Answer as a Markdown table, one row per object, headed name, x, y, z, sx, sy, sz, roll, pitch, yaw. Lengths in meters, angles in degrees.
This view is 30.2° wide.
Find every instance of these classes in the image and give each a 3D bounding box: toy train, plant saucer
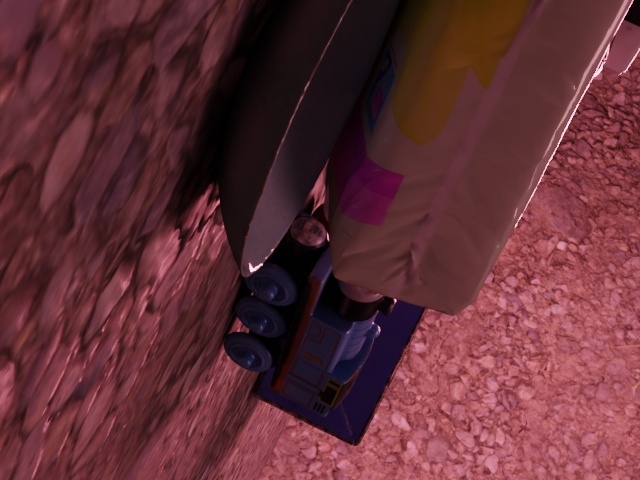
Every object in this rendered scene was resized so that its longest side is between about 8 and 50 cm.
| name | x | y | z | sx | sy | sz | roll | pitch | yaw |
| --- | --- | --- | --- | --- | --- | --- | --- | --- | --- |
| toy train | -0.006 | 0.053 | 0.886 | 0.080 | 0.105 | 0.184 | -60 | 175 | -37 |
| plant saucer | -0.008 | -0.076 | 0.575 | 0.195 | 0.037 | 0.195 | -63 | 176 | -8 |

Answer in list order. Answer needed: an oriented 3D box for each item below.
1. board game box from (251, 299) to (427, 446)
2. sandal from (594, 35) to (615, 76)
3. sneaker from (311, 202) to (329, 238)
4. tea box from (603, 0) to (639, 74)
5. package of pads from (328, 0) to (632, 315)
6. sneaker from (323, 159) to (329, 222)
| name | x | y | z | sx | sy | sz | roll | pitch | yaw |
| --- | --- | --- | --- | --- | --- | --- | --- | --- | --- |
| board game box | 0.050 | 0.094 | 1.494 | 0.232 | 0.141 | 0.291 | -64 | 175 | 10 |
| sandal | 0.206 | -0.271 | 1.102 | 0.120 | 0.086 | 0.303 | -52 | 140 | -23 |
| sneaker | 0.000 | 0.000 | 1.013 | 0.175 | 0.067 | 0.064 | -108 | -157 | -76 |
| tea box | 0.325 | -0.418 | 1.229 | 0.329 | 0.220 | 0.323 | -60 | 173 | -34 |
| package of pads | 0.095 | -0.140 | 0.688 | 0.229 | 0.101 | 0.296 | -86 | -163 | -59 |
| sneaker | 0.062 | -0.118 | 0.938 | 0.095 | 0.090 | 0.235 | -82 | -162 | -61 |
